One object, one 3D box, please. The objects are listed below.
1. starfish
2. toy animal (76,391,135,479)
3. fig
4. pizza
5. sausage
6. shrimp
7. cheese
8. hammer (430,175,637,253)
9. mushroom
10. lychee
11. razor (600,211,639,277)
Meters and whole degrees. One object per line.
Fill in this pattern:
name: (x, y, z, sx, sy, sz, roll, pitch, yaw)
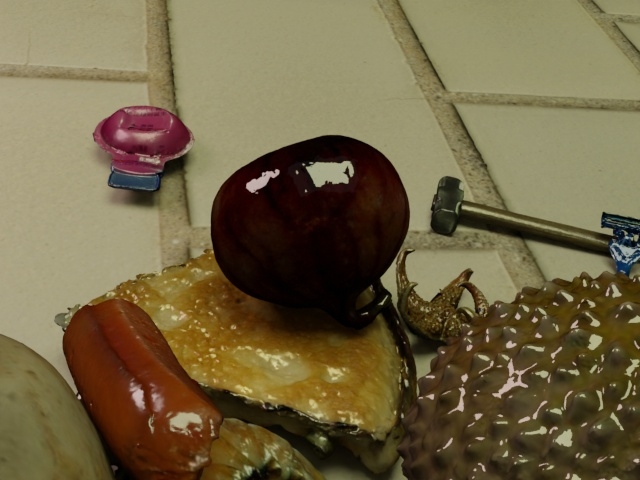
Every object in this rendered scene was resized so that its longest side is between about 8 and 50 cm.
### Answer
starfish: (0.154, 0.075, 1.405, 0.146, 0.074, 0.190, 26, 21, 4)
toy animal: (-0.237, 0.215, 1.108, 0.214, 0.093, 0.186, 1, 25, -14)
fig: (-0.007, -0.017, 1.260, 0.235, 0.235, 0.214, 6, 70, -6)
pizza: (-0.031, 0.129, 1.291, 0.392, 0.080, 0.435, 33, 41, 32)
sausage: (-0.178, 0.140, 1.031, 0.102, 0.102, 0.330, -7, 19, -23)
shrimp: (-0.022, 0.313, 0.991, 0.233, 0.071, 0.365, 2, 45, -44)
cheese: (-0.269, -0.140, 1.644, 0.155, 0.062, 0.244, 5, 35, -6)
hammer: (0.347, -0.016, 1.644, 0.366, 0.043, 0.111, 14, 32, 2)
mushroom: (-0.322, 0.231, 0.911, 0.290, 0.297, 0.297, -28, 41, -3)
lychee: (0.273, 0.200, 0.990, 0.380, 0.432, 0.380, 21, 49, -26)
razor: (0.416, 0.077, 1.508, 0.093, 0.056, 0.324, 11, 39, 14)
